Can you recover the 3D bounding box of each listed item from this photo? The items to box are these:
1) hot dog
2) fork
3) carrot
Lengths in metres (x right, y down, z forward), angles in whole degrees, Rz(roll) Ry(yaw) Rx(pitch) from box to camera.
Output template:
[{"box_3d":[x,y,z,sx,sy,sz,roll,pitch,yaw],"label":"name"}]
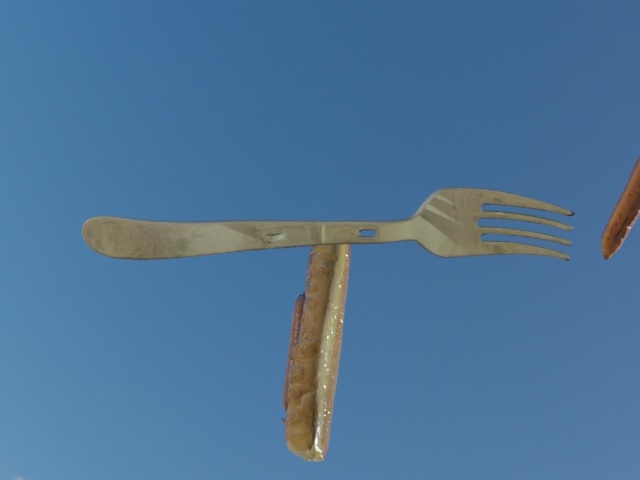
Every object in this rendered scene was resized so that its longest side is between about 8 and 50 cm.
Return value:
[{"box_3d":[-0.006,0.091,0.770,0.047,0.216,0.066,4,-16,10],"label":"hot dog"},{"box_3d":[0.000,-0.003,0.382,0.219,0.028,0.034,-1,-61,4],"label":"fork"},{"box_3d":[0.332,-0.065,0.864,0.037,0.037,0.190,29,-74,23],"label":"carrot"}]
